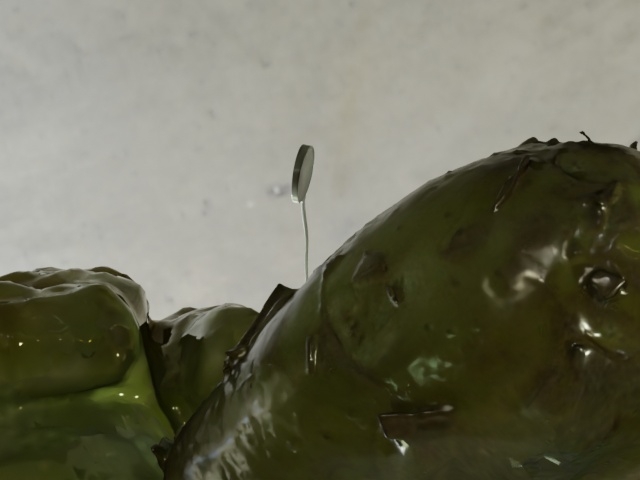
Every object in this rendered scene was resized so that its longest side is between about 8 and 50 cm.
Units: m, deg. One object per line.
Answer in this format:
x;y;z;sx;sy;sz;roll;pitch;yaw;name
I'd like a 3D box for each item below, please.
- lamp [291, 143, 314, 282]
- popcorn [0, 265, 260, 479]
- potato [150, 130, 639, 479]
0.000;0.000;1.496;0.056;0.050;0.198;11;135;13;lamp
-0.127;0.164;0.653;0.335;0.274;0.279;-41;107;-13;popcorn
0.027;0.051;0.494;0.117;0.090;0.225;27;131;-25;potato
